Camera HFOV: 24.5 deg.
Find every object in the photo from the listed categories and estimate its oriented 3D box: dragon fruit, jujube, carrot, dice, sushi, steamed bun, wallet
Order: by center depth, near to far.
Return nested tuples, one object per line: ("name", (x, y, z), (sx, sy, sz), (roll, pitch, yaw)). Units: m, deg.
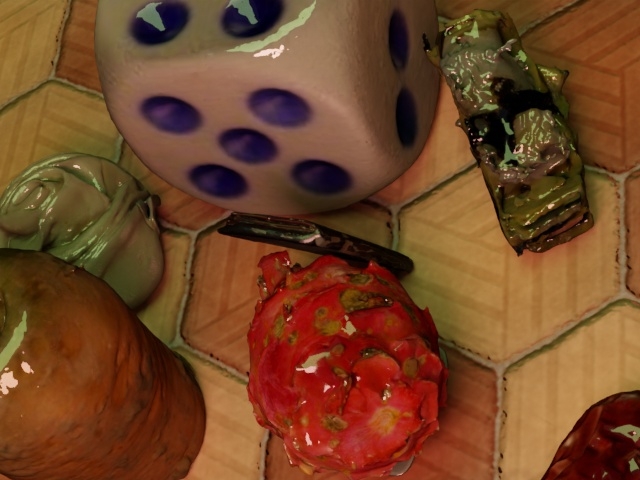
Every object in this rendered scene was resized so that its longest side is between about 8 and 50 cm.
("jujube", (0.267, 0.240, 1.336), (0.155, 0.155, 0.230), (12, 58, 29))
("dragon fruit", (0.017, 0.116, 1.492), (0.205, 0.210, 0.268), (-56, 49, 21))
("carrot", (-0.270, 0.147, 1.509), (0.224, 0.340, 0.224), (-10, 60, 17))
("wallet", (0.000, 0.000, 1.560), (0.122, 0.232, 0.031), (11, 89, 29))
("sushi", (0.216, -0.131, 1.604), (0.139, 0.131, 0.291), (-25, 60, 12))
("dice", (-0.051, -0.214, 1.668), (0.304, 0.304, 0.277), (1, 60, 25))
("steamed bun", (-0.299, -0.016, 1.746), (0.211, 0.144, 0.218), (-15, 55, 13))

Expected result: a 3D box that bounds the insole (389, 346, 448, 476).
("insole", (0.097, 0.176, 1.540), (0.053, 0.002, 0.152), (12, 64, 29))
